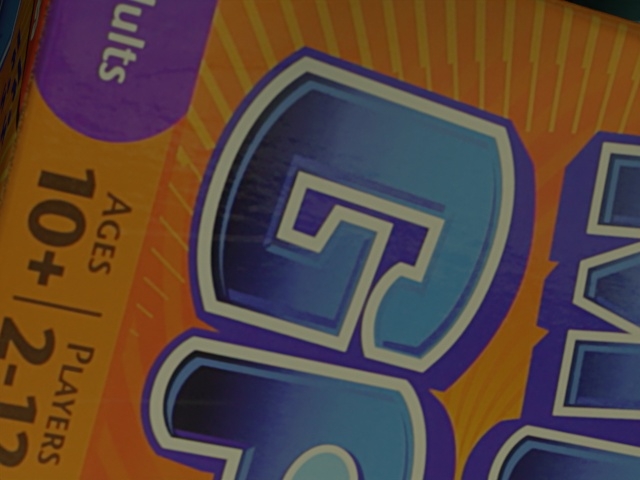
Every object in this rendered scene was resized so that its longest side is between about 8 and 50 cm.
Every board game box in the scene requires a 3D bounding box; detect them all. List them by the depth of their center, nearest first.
[{"bbox_3d":[0.001,0.049,0.637,0.357,0.356,0.356,13,-170,-18],"label":"board game box"}]
